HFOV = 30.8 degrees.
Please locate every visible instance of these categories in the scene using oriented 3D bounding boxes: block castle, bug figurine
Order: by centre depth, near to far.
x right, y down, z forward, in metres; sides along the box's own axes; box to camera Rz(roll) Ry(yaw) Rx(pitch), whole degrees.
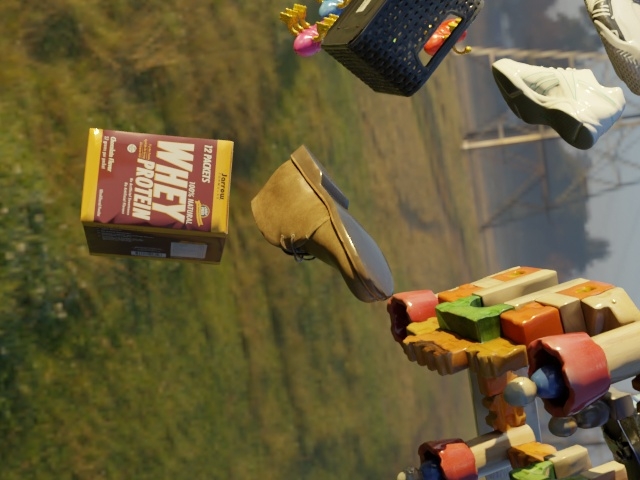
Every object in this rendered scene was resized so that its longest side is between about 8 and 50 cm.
[{"bbox_3d":[0.235,0.211,1.388,0.453,0.213,0.303,-166,-118,-69],"label":"block castle"},{"bbox_3d":[0.073,-0.305,1.690,0.216,0.279,0.072,-34,136,-41],"label":"bug figurine"}]

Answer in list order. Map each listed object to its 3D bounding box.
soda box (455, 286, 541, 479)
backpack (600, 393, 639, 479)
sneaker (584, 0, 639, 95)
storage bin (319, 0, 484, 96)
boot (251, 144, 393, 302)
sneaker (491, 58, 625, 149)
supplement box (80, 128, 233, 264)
[{"bbox_3d":[0.263,0.206,1.696,0.098,0.091,0.286,-87,167,-67],"label":"soda box"},{"bbox_3d":[0.452,0.280,1.572,0.173,0.117,0.158,-104,168,-71],"label":"backpack"},{"bbox_3d":[0.515,-0.395,1.795,0.137,0.210,0.365,47,25,-45],"label":"sneaker"},{"bbox_3d":[0.079,-0.224,1.204,0.084,0.122,0.180,37,1,-15],"label":"storage bin"},{"bbox_3d":[0.000,0.000,1.508,0.112,0.115,0.305,48,6,-39],"label":"boot"},{"bbox_3d":[0.220,-0.136,1.079,0.152,0.061,0.053,40,-16,45],"label":"sneaker"},{"bbox_3d":[-0.223,-0.055,1.593,0.194,0.191,0.129,120,-27,-74],"label":"supplement box"}]
